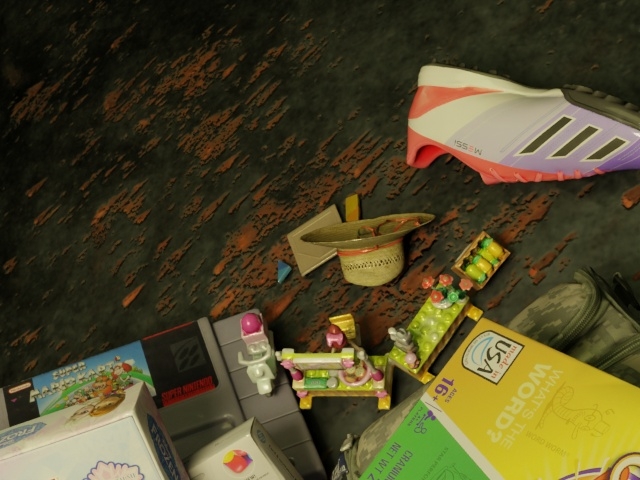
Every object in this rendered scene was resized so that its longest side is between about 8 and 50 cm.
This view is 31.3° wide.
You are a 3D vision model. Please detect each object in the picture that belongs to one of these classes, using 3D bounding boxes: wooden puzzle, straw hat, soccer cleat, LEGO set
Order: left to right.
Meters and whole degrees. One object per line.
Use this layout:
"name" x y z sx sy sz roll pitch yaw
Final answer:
"wooden puzzle" 0.000 0.000 1.280 0.116 0.014 0.078 -28 46 18
"straw hat" 0.054 0.015 1.191 0.144 0.144 0.061 -3 102 34
"LEGO set" 0.055 0.080 1.098 0.287 0.107 0.132 -23 60 7
"soccer cleat" 0.221 -0.099 1.140 0.318 0.109 0.116 19 95 39

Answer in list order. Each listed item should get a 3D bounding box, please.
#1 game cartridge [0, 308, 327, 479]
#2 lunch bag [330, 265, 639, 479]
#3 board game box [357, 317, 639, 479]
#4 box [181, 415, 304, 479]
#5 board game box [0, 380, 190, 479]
"game cartridge" -0.196 0.210 1.159 0.355 0.068 0.230 -19 53 -8
"lunch bag" 0.174 0.183 0.921 0.305 0.212 0.256 -39 31 8
"board game box" 0.145 0.200 0.684 0.242 0.064 0.316 -52 35 -11
"box" -0.066 0.272 1.046 0.145 0.186 0.038 -33 15 14
"board game box" -0.242 0.319 1.011 0.319 0.318 0.066 -19 17 6
